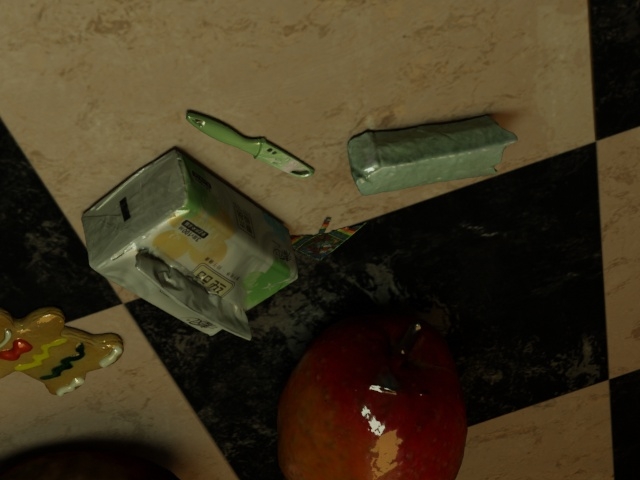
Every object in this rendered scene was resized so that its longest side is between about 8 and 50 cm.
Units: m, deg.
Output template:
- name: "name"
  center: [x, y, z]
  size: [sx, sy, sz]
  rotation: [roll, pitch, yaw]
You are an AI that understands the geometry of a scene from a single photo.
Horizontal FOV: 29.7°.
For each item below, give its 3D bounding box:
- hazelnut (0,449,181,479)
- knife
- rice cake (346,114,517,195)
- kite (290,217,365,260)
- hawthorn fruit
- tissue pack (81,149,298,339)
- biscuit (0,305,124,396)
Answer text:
- name: "hazelnut"
  center: [-0.363, 0.491, 1.814]
  size: [0.421, 0.353, 0.421]
  rotation: [-31, 165, -10]
- name: "knife"
  center: [-0.080, -0.113, 1.430]
  size: [0.030, 0.014, 0.207]
  rotation: [-39, 139, 26]
- name: "rice cake"
  center: [0.132, -0.107, 1.482]
  size: [0.206, 0.069, 0.063]
  rotation: [-12, 140, -12]
- name: "kite"
  center: [0.000, 0.000, 1.610]
  size: [0.122, 0.004, 0.090]
  rotation: [-6, 142, -15]
- name: "hawthorn fruit"
  center: [0.089, 0.232, 1.712]
  size: [0.284, 0.285, 0.369]
  rotation: [0, 135, -22]
- name: "tissue pack"
  center: [-0.151, 0.026, 1.466]
  size: [0.159, 0.145, 0.229]
  rotation: [-33, 141, 18]
- name: "biscuit"
  center: [-0.387, 0.146, 1.615]
  size: [0.158, 0.035, 0.240]
  rotation: [-40, 138, 23]
